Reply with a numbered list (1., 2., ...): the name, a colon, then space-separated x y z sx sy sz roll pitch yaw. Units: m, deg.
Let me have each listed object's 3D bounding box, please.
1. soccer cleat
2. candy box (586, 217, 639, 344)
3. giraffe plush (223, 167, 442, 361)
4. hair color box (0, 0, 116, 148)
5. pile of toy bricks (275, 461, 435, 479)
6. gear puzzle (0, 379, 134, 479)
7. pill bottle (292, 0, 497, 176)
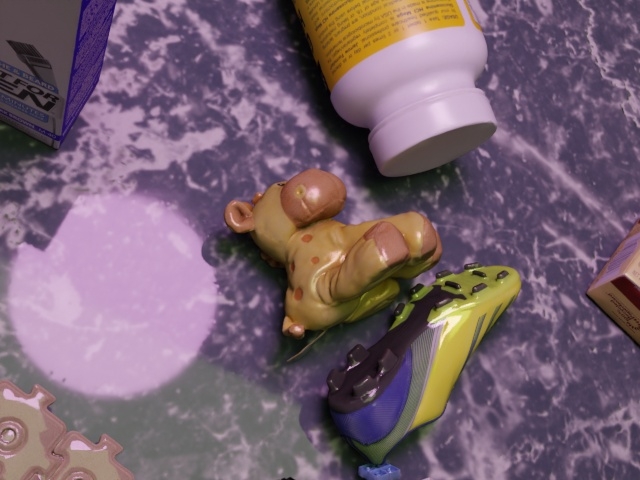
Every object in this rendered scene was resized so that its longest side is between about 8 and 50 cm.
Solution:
1. soccer cleat: 0.123 0.128 0.983 0.289 0.093 0.121 -37 114 -30
2. candy box: 0.501 0.015 1.142 0.183 0.087 0.316 44 64 -1
3. giraffe plush: 0.000 0.000 0.950 0.210 0.181 0.170 -37 74 8
4. hair color box: -0.287 -0.226 0.805 0.185 0.339 0.110 27 64 -9
5. pile of toy bricks: 0.014 0.296 0.876 0.212 0.118 0.105 -7 102 -38
6. gear puzzle: -0.211 0.287 0.824 0.339 0.044 0.175 39 62 -6
7. pill bottle: 0.076 -0.252 1.029 0.188 0.188 0.334 -14 77 -23
